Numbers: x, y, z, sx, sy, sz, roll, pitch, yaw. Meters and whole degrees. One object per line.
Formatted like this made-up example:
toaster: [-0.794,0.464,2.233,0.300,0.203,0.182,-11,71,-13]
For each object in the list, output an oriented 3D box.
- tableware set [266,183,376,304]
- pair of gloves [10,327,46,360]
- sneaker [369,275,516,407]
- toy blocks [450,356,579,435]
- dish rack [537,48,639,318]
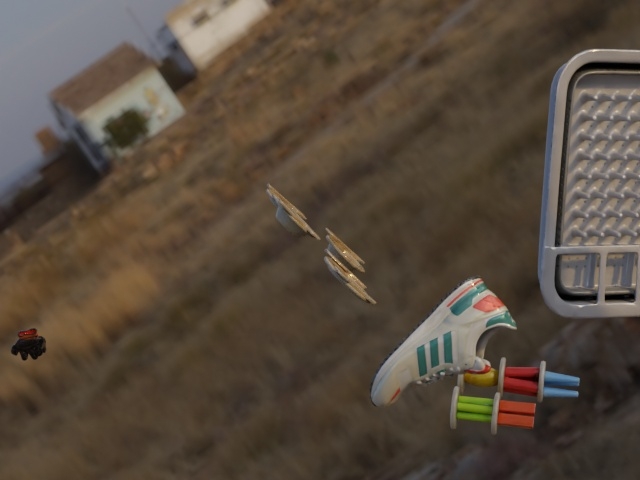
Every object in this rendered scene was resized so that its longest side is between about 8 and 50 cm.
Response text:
tableware set: [0.000,0.000,1.437,0.020,0.141,0.169,-46,12,7]
pair of gloves: [-0.326,0.113,1.467,0.083,0.010,0.074,-13,-23,-7]
sneaker: [0.117,0.113,1.342,0.161,0.075,0.057,-48,-16,8]
toy blocks: [0.239,0.191,1.725,0.148,0.054,0.123,4,32,11]
dish rack: [0.396,-0.073,1.780,0.285,0.333,0.072,-1,11,-20]
